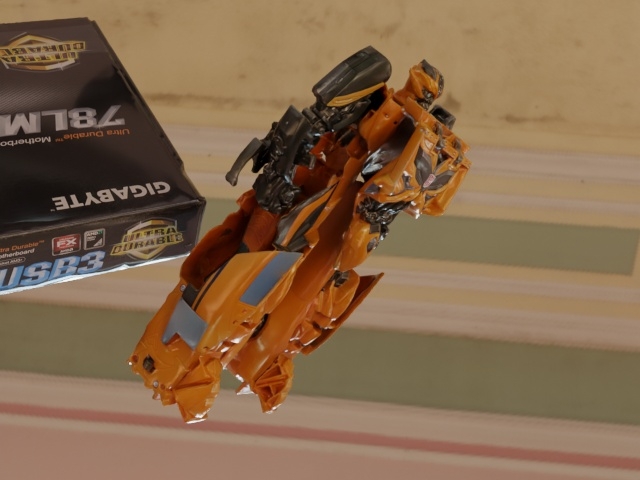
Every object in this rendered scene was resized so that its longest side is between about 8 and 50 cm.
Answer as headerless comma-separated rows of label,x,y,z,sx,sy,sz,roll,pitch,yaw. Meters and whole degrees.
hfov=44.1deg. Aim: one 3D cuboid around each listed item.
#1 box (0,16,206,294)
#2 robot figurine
box,-0.289,-0.079,0.664,0.295,0.293,0.073,-12,-43,-29
robot figurine,0.000,0.000,0.573,0.085,0.211,0.291,45,-76,25
